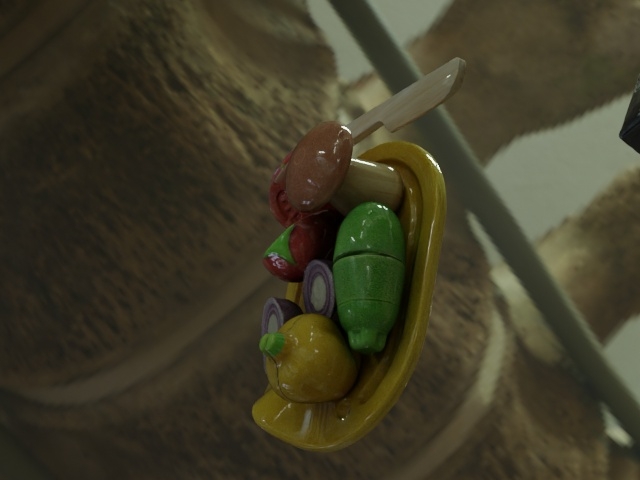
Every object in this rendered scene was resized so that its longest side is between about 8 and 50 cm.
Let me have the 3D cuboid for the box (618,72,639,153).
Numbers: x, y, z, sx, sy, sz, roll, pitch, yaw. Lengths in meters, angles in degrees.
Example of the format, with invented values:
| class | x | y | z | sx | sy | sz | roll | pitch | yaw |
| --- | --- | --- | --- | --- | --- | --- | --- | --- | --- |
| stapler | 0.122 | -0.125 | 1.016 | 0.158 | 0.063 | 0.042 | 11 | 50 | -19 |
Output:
| class | x | y | z | sx | sy | sz | roll | pitch | yaw |
| --- | --- | --- | --- | --- | --- | --- | --- | --- | --- |
| box | 0.267 | -0.120 | 0.997 | 0.093 | 0.158 | 0.156 | 36 | -43 | -12 |

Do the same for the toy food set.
| class | x | y | z | sx | sy | sz | roll | pitch | yaw |
| --- | --- | --- | --- | --- | --- | --- | --- | --- | --- |
| toy food set | 0.000 | 0.000 | 0.932 | 0.071 | 0.128 | 0.218 | 26 | -118 | -31 |
